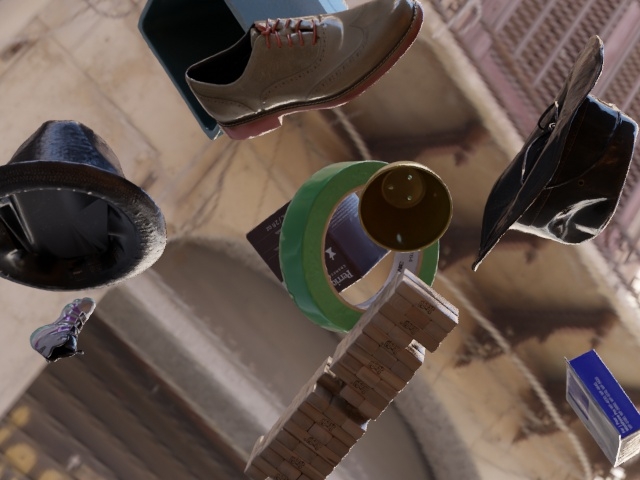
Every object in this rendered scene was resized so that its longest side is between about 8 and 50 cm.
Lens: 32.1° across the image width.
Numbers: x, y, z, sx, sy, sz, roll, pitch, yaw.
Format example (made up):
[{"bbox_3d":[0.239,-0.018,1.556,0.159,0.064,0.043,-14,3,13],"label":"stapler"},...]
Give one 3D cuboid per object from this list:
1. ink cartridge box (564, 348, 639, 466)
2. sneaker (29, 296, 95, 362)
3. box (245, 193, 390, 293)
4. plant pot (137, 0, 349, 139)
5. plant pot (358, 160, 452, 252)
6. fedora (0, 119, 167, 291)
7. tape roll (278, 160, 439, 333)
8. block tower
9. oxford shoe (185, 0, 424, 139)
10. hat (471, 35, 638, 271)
[{"bbox_3d":[0.508,0.299,1.992,0.165,0.065,0.332,58,1,23],"label":"ink cartridge box"},{"bbox_3d":[-0.317,0.121,1.426,0.069,0.098,0.038,38,-17,39],"label":"sneaker"},{"bbox_3d":[0.000,0.000,2.192,0.168,0.167,0.203,-36,-88,35],"label":"box"},{"bbox_3d":[-0.103,-0.356,1.815,0.247,0.252,0.248,57,-36,11],"label":"plant pot"},{"bbox_3d":[0.122,-0.063,1.623,0.134,0.095,0.134,1,-66,2],"label":"plant pot"},{"bbox_3d":[-0.369,-0.061,1.585,0.334,0.152,0.334,-2,-31,-1],"label":"fedora"},{"bbox_3d":[0.076,0.014,2.053,0.077,0.321,0.321,2,-42,54],"label":"tape roll"},{"bbox_3d":[0.040,0.191,1.436,0.097,0.335,0.091,39,17,-3],"label":"block tower"},{"bbox_3d":[-0.028,-0.249,1.498,0.348,0.123,0.130,-25,-45,25],"label":"oxford shoe"},{"bbox_3d":[0.319,-0.084,1.409,0.134,0.331,0.331,27,-26,-1],"label":"hat"}]
